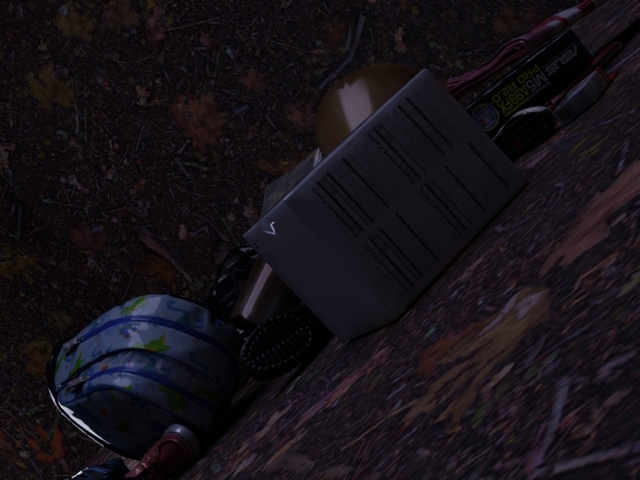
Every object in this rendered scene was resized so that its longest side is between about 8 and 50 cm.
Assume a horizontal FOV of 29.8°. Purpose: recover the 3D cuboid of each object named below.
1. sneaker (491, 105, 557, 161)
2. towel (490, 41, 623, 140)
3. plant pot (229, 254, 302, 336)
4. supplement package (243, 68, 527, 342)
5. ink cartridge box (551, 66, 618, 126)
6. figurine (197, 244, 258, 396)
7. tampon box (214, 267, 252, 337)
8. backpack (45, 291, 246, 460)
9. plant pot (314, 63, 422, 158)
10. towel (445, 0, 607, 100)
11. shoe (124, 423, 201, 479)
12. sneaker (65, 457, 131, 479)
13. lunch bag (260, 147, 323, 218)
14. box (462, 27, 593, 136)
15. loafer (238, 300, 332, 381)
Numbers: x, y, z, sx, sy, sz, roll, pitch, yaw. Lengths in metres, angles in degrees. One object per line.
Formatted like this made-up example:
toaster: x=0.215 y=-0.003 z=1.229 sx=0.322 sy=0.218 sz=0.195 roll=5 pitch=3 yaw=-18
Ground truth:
sneaker: x=0.305 y=-0.172 z=1.763 sx=0.075 sy=0.057 sz=0.161 roll=-51 pitch=3 yaw=-25
towel: x=0.358 y=-0.214 z=1.955 sx=0.199 sy=0.031 sz=0.275 roll=-43 pitch=4 yaw=-30
plant pot: x=-0.052 y=0.082 z=1.879 sx=0.165 sy=0.167 sz=0.167 roll=-60 pitch=8 yaw=-17
supplement package: x=0.079 y=-0.040 z=1.530 sx=0.263 sy=0.198 sz=0.199 roll=-44 pitch=3 yaw=-22
ink cartridge box: x=0.370 y=-0.209 z=1.677 sx=0.063 sy=0.029 sz=0.115 roll=-41 pitch=4 yaw=43
figurine: x=-0.149 y=0.153 z=2.122 sx=0.092 sy=0.214 sz=0.209 roll=2 pitch=37 yaw=39
tampon box: x=-0.078 y=0.099 z=2.012 sx=0.161 sy=0.101 sz=0.120 roll=-9 pitch=-12 yaw=-22
backpack: x=-0.268 y=0.226 z=1.944 sx=0.355 sy=0.290 sz=0.273 roll=-39 pitch=21 yaw=35
plant pot: x=0.118 y=-0.124 z=1.955 sx=0.237 sy=0.237 sz=0.254 roll=-42 pitch=30 yaw=23
towel: x=0.379 y=-0.353 z=2.003 sx=0.329 sy=0.037 sz=0.237 roll=-35 pitch=3 yaw=-30
shoe: x=-0.240 y=0.340 z=1.812 sx=0.081 sy=0.063 sz=0.178 roll=-47 pitch=-1 yaw=-34
sneaker: x=-0.366 y=0.409 z=1.893 sx=0.140 sy=0.125 sz=0.341 roll=-39 pitch=4 yaw=-7
lunch bag: x=0.000 y=0.000 z=2.234 sx=0.235 sy=0.169 sz=0.287 roll=-33 pitch=45 yaw=52
box: x=0.319 y=-0.245 z=1.935 sx=0.216 sy=0.060 sz=0.270 roll=-37 pitch=2 yaw=7
loafer: x=-0.029 y=0.143 z=1.757 sx=0.220 sy=0.080 sz=0.078 roll=-34 pitch=-26 yaw=-30
